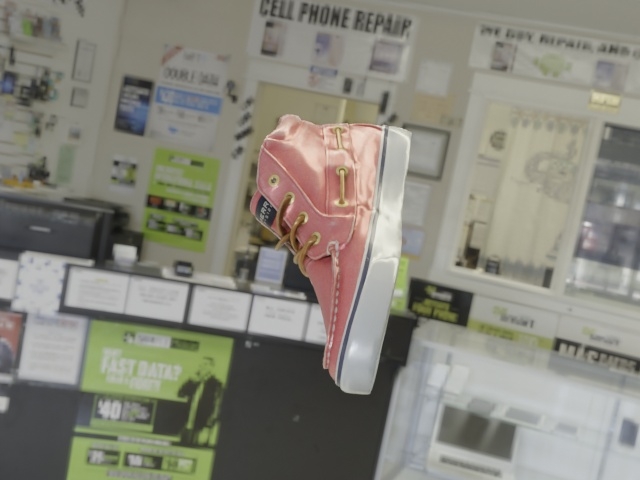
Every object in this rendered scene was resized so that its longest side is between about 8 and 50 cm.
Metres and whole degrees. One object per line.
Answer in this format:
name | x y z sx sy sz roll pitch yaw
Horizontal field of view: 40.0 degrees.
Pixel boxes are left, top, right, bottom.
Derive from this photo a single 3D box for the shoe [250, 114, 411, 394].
shoe | 0.000 0.000 0.461 0.081 0.063 0.178 9 46 2
